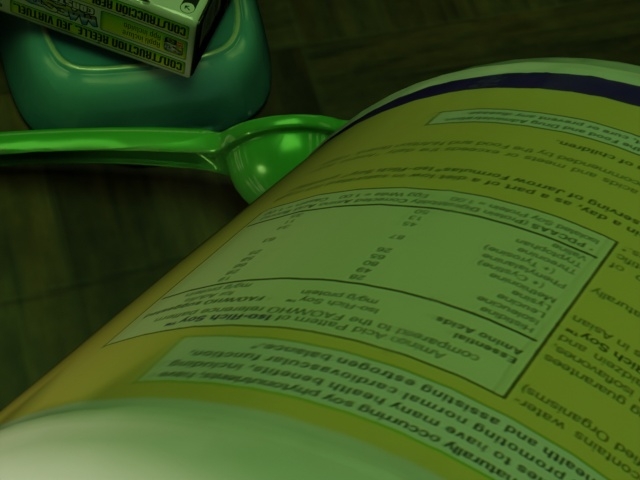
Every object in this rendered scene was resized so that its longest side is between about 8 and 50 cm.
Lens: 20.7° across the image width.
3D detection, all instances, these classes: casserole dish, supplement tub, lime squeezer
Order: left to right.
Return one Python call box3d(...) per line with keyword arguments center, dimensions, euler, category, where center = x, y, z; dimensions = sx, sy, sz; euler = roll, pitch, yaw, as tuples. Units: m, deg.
box3d(center=(-0.086, -0.119, 0.753), dimensions=(0.114, 0.037, 0.188), euler=(-9, 58, -12), category="casserole dish")
box3d(center=(0.000, 0.000, 0.688), dimensions=(0.310, 0.059, 0.110), euler=(29, 89, 10), category="lime squeezer")
box3d(center=(0.023, 0.111, 0.438), dimensions=(0.241, 0.241, 0.331), euler=(30, 33, 12), category="supplement tub")

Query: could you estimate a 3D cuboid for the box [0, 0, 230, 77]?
box3d(center=(-0.068, -0.171, 0.743), dimensions=(0.114, 0.036, 0.207), euler=(20, 56, 4), category="box")
